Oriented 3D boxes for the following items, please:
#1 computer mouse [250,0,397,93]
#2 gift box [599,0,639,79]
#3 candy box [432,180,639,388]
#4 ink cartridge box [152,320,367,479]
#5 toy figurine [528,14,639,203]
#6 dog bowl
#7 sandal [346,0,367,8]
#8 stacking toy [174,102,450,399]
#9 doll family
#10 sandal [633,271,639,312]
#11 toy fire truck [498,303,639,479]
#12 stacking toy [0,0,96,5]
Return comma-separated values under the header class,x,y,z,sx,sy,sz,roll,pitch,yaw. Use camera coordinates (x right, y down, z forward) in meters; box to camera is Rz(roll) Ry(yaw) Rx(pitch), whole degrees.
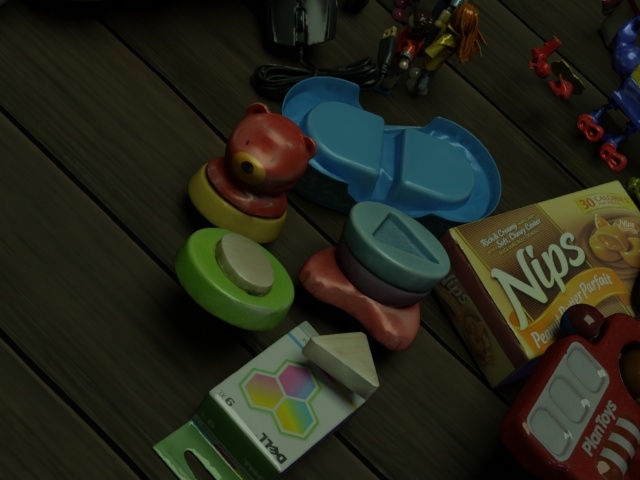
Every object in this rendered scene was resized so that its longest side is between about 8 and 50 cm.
class,x,y,z,sx,sy,sz,roll,pitch,yaw
computer mouse,0.010,-0.298,1.589,0.184,0.060,0.262,2,52,5
gift box,0.587,-0.320,1.827,0.276,0.255,0.258,6,56,-29
candy box,0.297,0.047,1.509,0.317,0.087,0.182,-16,66,-35
ink cartridge box,-0.056,0.183,1.240,0.109,0.062,0.209,47,49,11
toy figurine,0.477,-0.185,1.651,0.362,0.217,0.191,52,20,5
dog bowl,0.078,-0.094,1.509,0.297,0.074,0.165,19,50,-14
sandal,0.063,-0.461,1.750,0.086,0.120,0.302,15,50,0
stacking toy,0.000,0.000,1.304,0.309,0.130,0.279,31,27,-6
doll family,0.169,-0.305,1.652,0.118,0.163,0.263,24,49,-10
sandal,0.453,0.012,1.537,0.097,0.054,0.254,37,54,5
toy fire truck,0.341,0.199,1.336,0.254,0.169,0.302,48,47,-5
stacking toy,-0.263,-0.395,1.450,0.480,0.350,0.350,-36,77,-23
